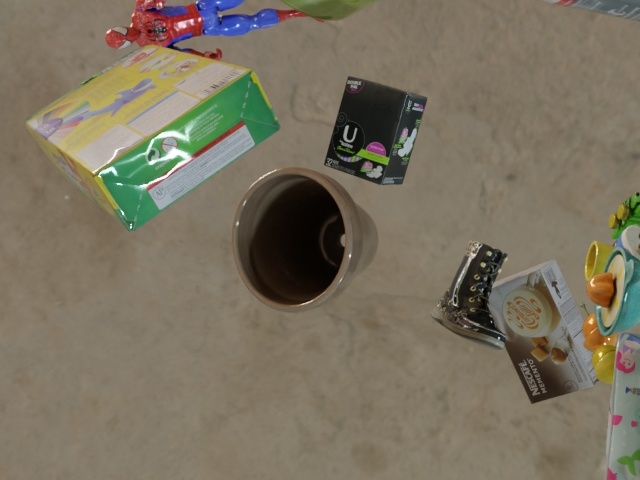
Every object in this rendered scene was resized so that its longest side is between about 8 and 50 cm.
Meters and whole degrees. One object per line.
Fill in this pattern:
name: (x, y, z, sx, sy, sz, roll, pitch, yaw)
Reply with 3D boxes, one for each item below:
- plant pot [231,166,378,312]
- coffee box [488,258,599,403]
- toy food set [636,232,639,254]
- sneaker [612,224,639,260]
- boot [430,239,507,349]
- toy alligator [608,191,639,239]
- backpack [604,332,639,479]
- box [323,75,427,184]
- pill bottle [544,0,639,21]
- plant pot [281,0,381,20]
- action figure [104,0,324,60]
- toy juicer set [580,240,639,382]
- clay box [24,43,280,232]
plant pot: (0.000, 0.000, 1.494, 0.262, 0.229, 0.263, -1, 88, 31)
coffee box: (0.444, 0.181, 1.562, 0.141, 0.098, 0.247, -26, 86, 36)
toy food set: (0.521, -0.004, 1.188, 0.078, 0.019, 0.122, 36, 63, 27)
sneaker: (0.558, 0.058, 1.394, 0.058, 0.085, 0.152, -5, 68, -3)
boot: (0.300, 0.097, 1.466, 0.085, 0.236, 0.179, 25, 92, -16)
toy alligator: (0.572, -0.062, 1.415, 0.056, 0.190, 0.051, 7, 63, -2)
backpack: (0.410, 0.198, 0.810, 0.191, 0.253, 0.225, 1, 79, 42)
box: (0.049, -0.098, 0.701, 0.062, 0.052, 0.083, 22, 103, 24)
pill bottle: (0.397, -0.319, 0.866, 0.283, 0.161, 0.161, 9, 87, -6)
plant pot: (0.086, -0.378, 0.684, 0.352, 0.366, 0.367, -24, 79, 41)
action figure: (-0.119, -0.271, 0.949, 0.280, 0.139, 0.092, -18, 116, -14)
toy juicer set: (0.435, 0.114, 1.163, 0.089, 0.329, 0.209, 10, 95, 5)
clay box: (-0.139, -0.089, 0.591, 0.127, 0.222, 0.053, -37, 122, -16)
